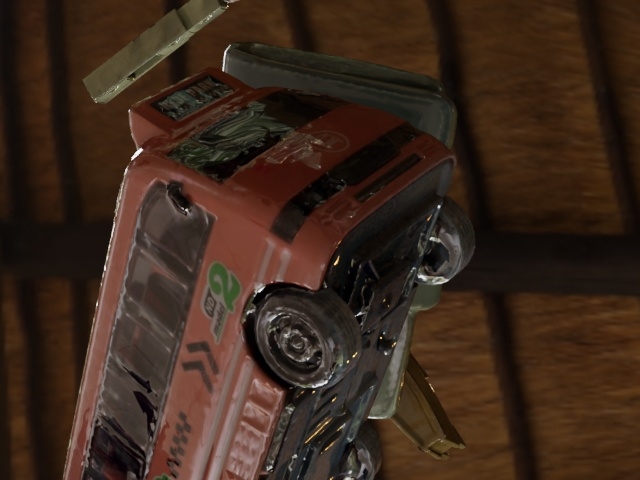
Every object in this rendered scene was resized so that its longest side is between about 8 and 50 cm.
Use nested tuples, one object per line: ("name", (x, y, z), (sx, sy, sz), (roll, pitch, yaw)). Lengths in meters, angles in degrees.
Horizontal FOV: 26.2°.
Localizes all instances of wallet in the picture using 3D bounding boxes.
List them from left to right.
("wallet", (0.000, 0.000, 1.362), (0.083, 0.252, 0.360), (-47, 146, -73))

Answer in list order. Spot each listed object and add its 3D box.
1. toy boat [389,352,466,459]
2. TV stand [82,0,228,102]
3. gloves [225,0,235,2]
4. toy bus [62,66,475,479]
("toy boat", (0.090, 0.160, 1.563), (0.064, 0.072, 0.206), (-38, -99, 20))
("TV stand", (-0.227, -0.264, 1.872), (0.249, 0.042, 0.036), (-32, -99, 28))
("gloves", (-0.087, -0.358, 1.734), (0.144, 0.110, 0.094), (-63, 135, -77))
("toy bus", (-0.058, 0.086, 1.069), (0.233, 0.203, 0.427), (32, -52, 19))
